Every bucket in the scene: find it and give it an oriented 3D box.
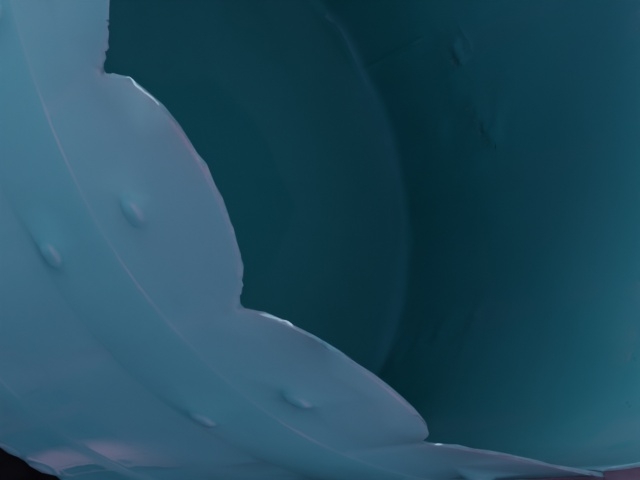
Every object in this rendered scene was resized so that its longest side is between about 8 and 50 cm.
[{"bbox_3d":[-0.002,-0.051,0.452,0.183,0.281,0.281,-23,19,48],"label":"bucket"}]

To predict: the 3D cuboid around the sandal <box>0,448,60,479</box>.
[{"bbox_3d":[-0.123,0.055,0.565,0.446,0.167,0.107,-37,3,-36],"label":"sandal"}]
